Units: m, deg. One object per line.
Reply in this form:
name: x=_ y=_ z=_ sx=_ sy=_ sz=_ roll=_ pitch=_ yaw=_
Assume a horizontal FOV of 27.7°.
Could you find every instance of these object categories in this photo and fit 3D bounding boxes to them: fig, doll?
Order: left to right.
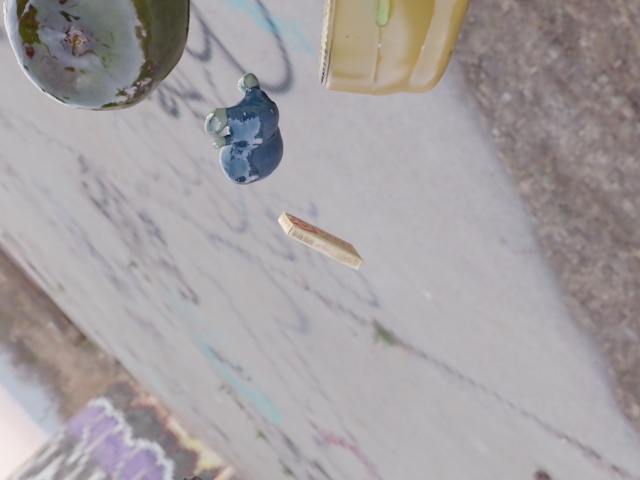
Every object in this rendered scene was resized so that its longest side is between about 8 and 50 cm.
fig: x=-0.149 y=-0.170 z=0.869 sx=0.185 sy=0.126 sz=0.133 roll=-113 pitch=12 yaw=-59
doll: x=-0.061 y=-0.084 z=1.071 sx=0.050 sy=0.076 sz=0.083 roll=22 pitch=139 yaw=24

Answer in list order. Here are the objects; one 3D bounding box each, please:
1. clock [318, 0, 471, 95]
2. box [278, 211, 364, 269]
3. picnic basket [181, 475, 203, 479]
clock: x=0.083 y=-0.306 z=1.356 sx=0.200 sy=0.317 sz=0.244 roll=10 pitch=-163 yaw=0
box: x=0.000 y=0.000 z=1.433 sx=0.093 sy=0.015 sz=0.058 roll=27 pitch=-169 yaw=-18
picnic basket: x=-0.131 y=0.402 z=1.301 sx=0.297 sy=0.129 sz=0.223 roll=-112 pitch=-1 yaw=-50
